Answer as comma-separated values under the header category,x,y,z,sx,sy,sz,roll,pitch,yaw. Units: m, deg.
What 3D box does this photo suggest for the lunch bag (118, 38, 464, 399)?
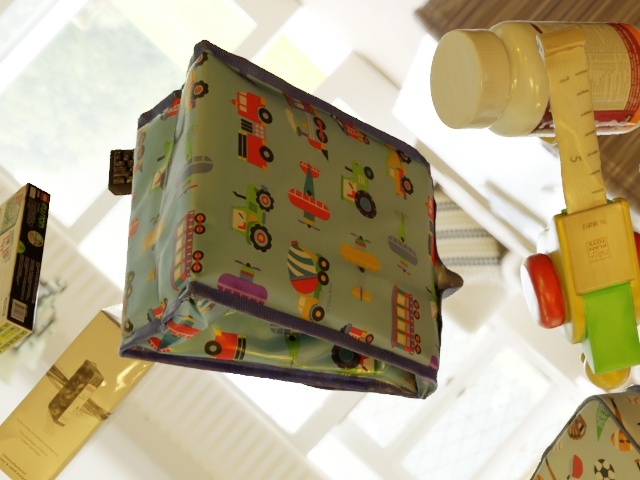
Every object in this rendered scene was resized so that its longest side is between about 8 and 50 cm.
category,x,y,z,sx,sy,sz,roll,pitch,yaw
lunch bag,0.000,0.000,0.878,0.293,0.221,0.138,16,148,-28

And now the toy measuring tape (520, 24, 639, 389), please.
category,x,y,z,sx,sy,sz,roll,pitch,yaw
toy measuring tape,0.224,-0.025,0.934,0.121,0.121,0.330,-146,40,-70

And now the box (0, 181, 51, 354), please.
category,x,y,z,sx,sy,sz,roll,pitch,yaw
box,-0.371,0.040,1.237,0.036,0.114,0.207,33,-143,-36

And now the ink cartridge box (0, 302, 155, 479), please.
category,x,y,z,sx,sy,sz,roll,pitch,yaw
ink cartridge box,-0.352,0.230,1.589,0.114,0.273,0.197,42,180,0

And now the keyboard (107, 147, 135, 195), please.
category,x,y,z,sx,sy,sz,roll,pitch,yaw
keyboard,-0.138,-0.088,1.154,0.108,0.180,0.023,-102,12,-55

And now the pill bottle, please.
category,x,y,z,sx,sy,sz,roll,pitch,yaw
pill bottle,0.233,-0.168,1.111,0.221,0.121,0.121,-5,-159,-24

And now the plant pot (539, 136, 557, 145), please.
category,x,y,z,sx,sy,sz,roll,pitch,yaw
plant pot,0.370,-0.210,1.708,0.134,0.095,0.134,28,-168,-6

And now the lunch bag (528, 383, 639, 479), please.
category,x,y,z,sx,sy,sz,roll,pitch,yaw
lunch bag,0.401,0.364,1.421,0.115,0.303,0.243,-8,-136,-31
